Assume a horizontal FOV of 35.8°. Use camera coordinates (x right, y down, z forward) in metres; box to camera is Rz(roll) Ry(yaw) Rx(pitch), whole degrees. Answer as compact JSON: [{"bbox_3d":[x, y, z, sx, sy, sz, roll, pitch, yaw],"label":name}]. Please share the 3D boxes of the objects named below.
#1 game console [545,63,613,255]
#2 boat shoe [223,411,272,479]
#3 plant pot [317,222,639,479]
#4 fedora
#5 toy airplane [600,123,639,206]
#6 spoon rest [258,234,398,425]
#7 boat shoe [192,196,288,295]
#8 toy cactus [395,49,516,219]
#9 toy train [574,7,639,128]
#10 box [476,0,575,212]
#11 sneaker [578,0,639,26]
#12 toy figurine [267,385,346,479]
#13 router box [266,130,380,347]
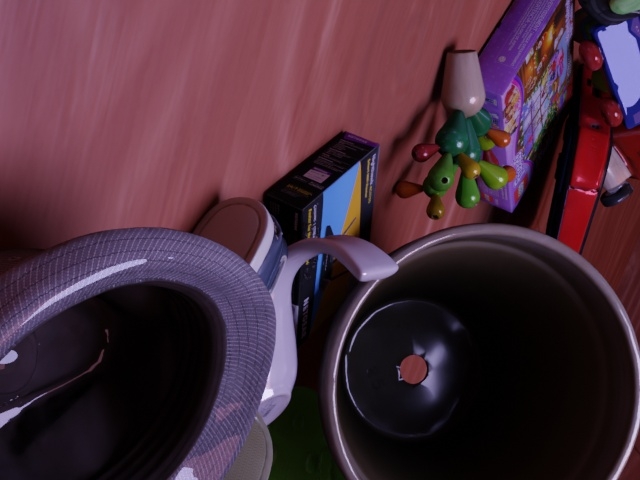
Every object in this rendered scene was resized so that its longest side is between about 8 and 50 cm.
[{"bbox_3d":[0.381,-0.067,1.533,0.386,0.060,0.342,-61,163,-57],"label":"game console"},{"bbox_3d":[-0.130,0.242,0.757,0.113,0.103,0.302,58,28,-14],"label":"boat shoe"},{"bbox_3d":[0.138,0.148,1.083,0.323,0.323,0.280,-61,-172,-7],"label":"plant pot"},{"bbox_3d":[-0.167,0.088,0.620,0.275,0.124,0.243,-10,120,-52],"label":"fedora"},{"bbox_3d":[0.639,-0.206,1.667,0.272,0.384,0.386,-39,145,-27],"label":"toy airplane"},{"bbox_3d":[-0.044,0.091,0.901,0.137,0.084,0.276,-5,141,-52],"label":"spoon rest"},{"bbox_3d":[-0.104,0.086,0.796,0.254,0.095,0.079,-65,147,-21],"label":"boat shoe"},{"bbox_3d":[0.158,-0.127,1.140,0.219,0.112,0.180,-26,117,-51],"label":"toy cactus"},{"bbox_3d":[0.424,-0.208,1.384,0.105,0.143,0.248,-26,114,4],"label":"toy train"},{"bbox_3d":[0.272,-0.193,1.326,0.201,0.057,0.293,-57,155,-17],"label":"box"},{"bbox_3d":[0.437,-0.461,1.305,0.202,0.185,0.482,-29,-156,49],"label":"sneaker"},{"bbox_3d":[-0.038,0.271,1.127,0.159,0.130,0.173,98,1,-62],"label":"toy figurine"},{"bbox_3d":[0.000,0.000,0.973,0.133,0.046,0.178,-43,148,-41],"label":"router box"}]
